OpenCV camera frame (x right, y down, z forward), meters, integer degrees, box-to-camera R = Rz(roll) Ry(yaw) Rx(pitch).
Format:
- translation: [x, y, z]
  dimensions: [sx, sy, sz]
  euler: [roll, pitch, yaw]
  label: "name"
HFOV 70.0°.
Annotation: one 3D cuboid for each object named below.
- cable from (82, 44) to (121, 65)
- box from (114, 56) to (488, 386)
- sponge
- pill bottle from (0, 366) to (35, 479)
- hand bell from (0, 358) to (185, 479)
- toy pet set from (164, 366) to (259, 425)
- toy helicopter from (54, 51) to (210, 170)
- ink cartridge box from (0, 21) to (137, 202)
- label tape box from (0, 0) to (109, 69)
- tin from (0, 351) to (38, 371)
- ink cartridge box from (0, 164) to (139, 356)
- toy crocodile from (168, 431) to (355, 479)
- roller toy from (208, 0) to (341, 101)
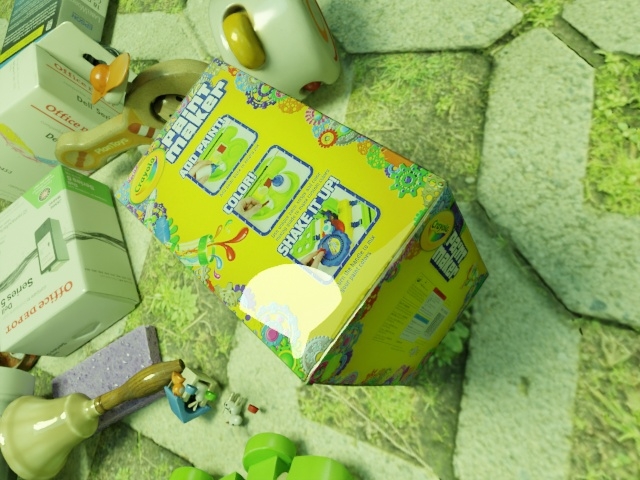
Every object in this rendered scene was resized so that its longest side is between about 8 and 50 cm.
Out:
- translation: [-0.496, -0.342, 0.999]
  dimensions: [0.151, 0.047, 0.184]
  euler: [-16, 63, 15]
  label: "cable"
- translation: [0.000, 0.000, 0.500]
  dimensions: [0.279, 0.290, 0.177]
  euler: [36, 91, 29]
  label: "box"
- translation: [-0.343, 0.235, 0.737]
  dimensions: [0.210, 0.031, 0.117]
  euler: [-31, 64, 13]
  label: "sponge"
- translation: [-0.497, 0.349, 0.634]
  dimensions: [0.177, 0.176, 0.318]
  euler: [-21, 57, 19]
  label: "pill bottle"
- translation: [-0.306, 0.234, 0.659]
  dimensions: [0.242, 0.126, 0.126]
  euler: [-26, 63, 2]
  label: "hand bell"
- translation: [-0.167, 0.219, 0.610]
  dimensions: [0.114, 0.122, 0.065]
  euler: [14, 72, 48]
  label: "toy pet set"
- translation: [-0.305, -0.194, 0.743]
  dimensions: [0.356, 0.235, 0.140]
  euler: [-16, 68, 21]
  label: "toy helicopter"
- translation: [-0.516, -0.218, 0.867]
  dimensions: [0.354, 0.207, 0.119]
  euler: [-29, 62, 15]
  label: "ink cartridge box"
- translation: [-0.614, -0.488, 1.051]
  dimensions: [0.241, 0.106, 0.333]
  euler: [-9, 69, 30]
  label: "label tape box"
- translation: [-0.601, 0.183, 0.877]
  dimensions: [0.190, 0.040, 0.106]
  euler: [20, 87, 29]
  label: "tin"
- translation: [-0.460, 0.038, 0.810]
  dimensions: [0.199, 0.115, 0.272]
  euler: [-34, 62, 12]
  label: "ink cartridge box"
- translation: [-0.114, 0.337, 0.558]
  dimensions: [0.341, 0.105, 0.115]
  euler: [-28, 22, 16]
  label: "toy crocodile"
- translation: [-0.069, -0.299, 0.687]
  dimensions: [0.147, 0.191, 0.209]
  euler: [-22, 54, 18]
  label: "roller toy"
